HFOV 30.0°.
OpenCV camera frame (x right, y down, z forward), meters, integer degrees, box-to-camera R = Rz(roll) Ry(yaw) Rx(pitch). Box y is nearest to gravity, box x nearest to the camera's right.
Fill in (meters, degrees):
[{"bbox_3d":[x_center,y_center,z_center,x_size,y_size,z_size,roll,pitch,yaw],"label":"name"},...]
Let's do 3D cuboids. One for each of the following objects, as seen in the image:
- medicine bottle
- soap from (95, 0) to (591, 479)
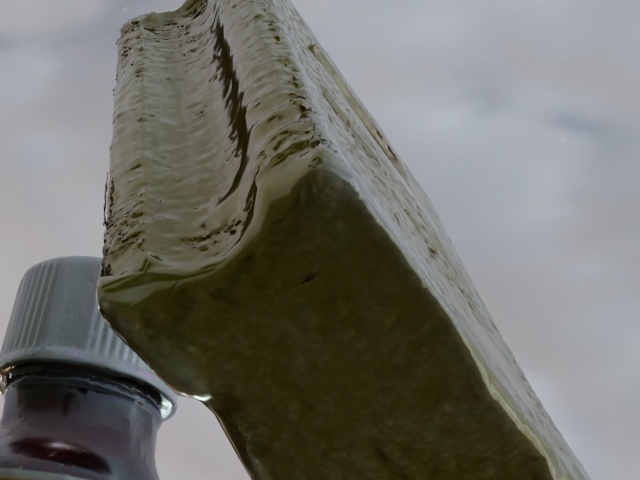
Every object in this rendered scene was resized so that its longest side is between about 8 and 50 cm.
[{"bbox_3d":[-0.220,0.220,1.062,0.242,0.395,0.242,8,-32,5],"label":"medicine bottle"},{"bbox_3d":[0.000,0.000,0.514,0.091,0.315,0.199,-36,-66,8],"label":"soap"}]
